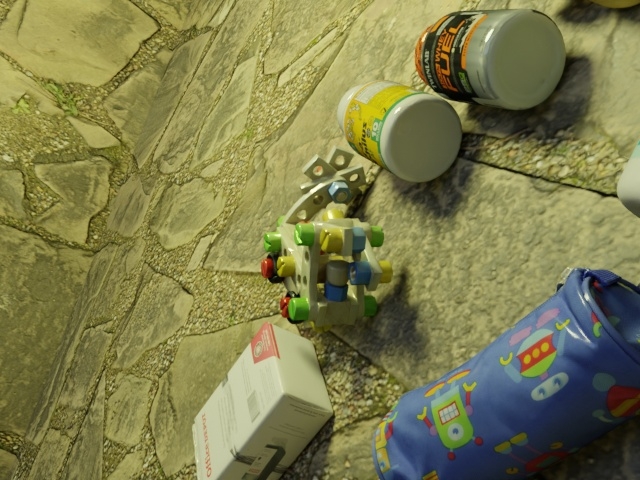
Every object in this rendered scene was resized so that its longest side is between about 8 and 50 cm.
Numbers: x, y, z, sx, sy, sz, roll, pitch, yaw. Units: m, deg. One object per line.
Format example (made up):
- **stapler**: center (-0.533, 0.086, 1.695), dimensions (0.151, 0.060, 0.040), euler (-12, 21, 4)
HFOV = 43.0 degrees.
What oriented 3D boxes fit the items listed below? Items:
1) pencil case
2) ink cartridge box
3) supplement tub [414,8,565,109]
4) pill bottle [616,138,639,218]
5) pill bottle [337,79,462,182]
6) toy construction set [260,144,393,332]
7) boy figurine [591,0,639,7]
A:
- **pencil case**: center (0.178, 0.142, 0.738), dimensions (0.306, 0.119, 0.133), euler (-45, 57, 34)
- **ink cartridge box**: center (-0.089, 0.254, 1.164), dimensions (0.218, 0.092, 0.159), euler (-52, 29, 21)
- **supplement tub**: center (0.202, -0.227, 1.010), dimensions (0.117, 0.117, 0.190), euler (-64, 26, 2)
- **pill bottle**: center (0.350, -0.120, 0.619), dimensions (0.264, 0.146, 0.146), euler (-63, 27, 3)
- **pill bottle**: center (0.100, -0.161, 1.138), dimensions (0.118, 0.117, 0.208), euler (-61, 27, 8)
- **toy construction set**: center (0.000, 0.000, 1.148), dimensions (0.328, 0.151, 0.215), euler (-98, 16, -59)
- **boy figurine**: center (0.304, -0.360, 0.964), dimensions (0.177, 0.092, 0.285), euler (-55, 29, 20)
